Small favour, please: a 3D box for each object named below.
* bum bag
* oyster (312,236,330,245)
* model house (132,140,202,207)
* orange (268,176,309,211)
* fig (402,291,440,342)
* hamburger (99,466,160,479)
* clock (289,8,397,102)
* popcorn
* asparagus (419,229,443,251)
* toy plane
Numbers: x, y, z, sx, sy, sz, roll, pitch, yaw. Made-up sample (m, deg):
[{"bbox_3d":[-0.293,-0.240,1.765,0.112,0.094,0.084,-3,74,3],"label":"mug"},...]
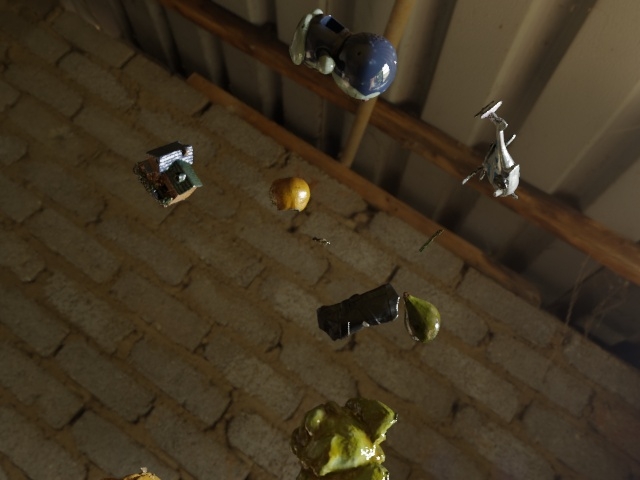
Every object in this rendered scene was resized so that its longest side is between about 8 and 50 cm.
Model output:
[{"bbox_3d":[0.089,0.165,1.287,0.049,0.198,0.087,40,30,-76],"label":"bum bag"},{"bbox_3d":[-0.001,0.000,1.824,0.054,0.019,0.083,20,-7,-17],"label":"oyster"},{"bbox_3d":[-0.501,-0.234,1.910,0.172,0.166,0.183,-29,-87,46],"label":"model house"},{"bbox_3d":[-0.114,-0.165,2.051,0.156,0.157,0.134,127,-47,-71],"label":"orange"},{"bbox_3d":[0.339,0.256,1.894,0.127,0.133,0.185,28,-25,36],"label":"fig"},{"bbox_3d":[-0.512,0.750,1.444,0.170,0.314,0.290,3,-20,20],"label":"hamburger"},{"bbox_3d":[0.056,-0.418,1.283,0.243,0.199,0.146,29,-53,7],"label":"clock"},{"bbox_3d":[0.071,0.574,1.622,0.290,0.325,0.321,38,21,-3],"label":"popcorn"},{"bbox_3d":[0.338,0.000,1.724,0.114,0.015,0.014,-53,-130,44],"label":"asparagus"},{"bbox_3d":[0.421,-0.198,1.291,0.107,0.182,0.273,44,-29,33],"label":"toy plane"}]
